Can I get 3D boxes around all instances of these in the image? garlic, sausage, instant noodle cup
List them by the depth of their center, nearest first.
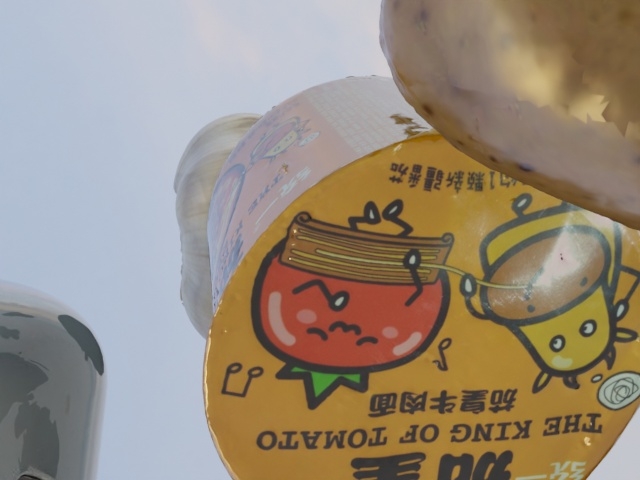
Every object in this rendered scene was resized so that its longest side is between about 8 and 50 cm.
[{"bbox_3d":[0.267,-0.037,0.488,0.123,0.500,0.136,-111,32,-86],"label":"sausage"},{"bbox_3d":[0.037,0.020,0.661,0.216,0.215,0.172,54,-176,-27],"label":"instant noodle cup"},{"bbox_3d":[0.000,0.000,1.032,0.199,0.225,0.199,180,90,-86],"label":"garlic"}]

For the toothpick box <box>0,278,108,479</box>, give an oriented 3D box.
[{"bbox_3d":[-0.256,0.160,0.820,0.263,0.263,0.355,6,-87,-56],"label":"toothpick box"}]
